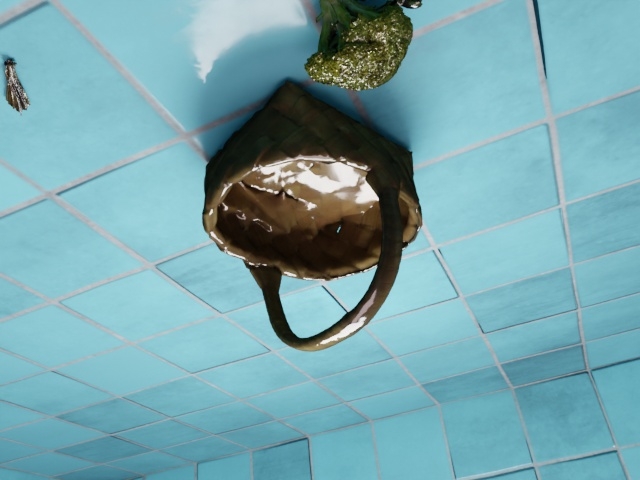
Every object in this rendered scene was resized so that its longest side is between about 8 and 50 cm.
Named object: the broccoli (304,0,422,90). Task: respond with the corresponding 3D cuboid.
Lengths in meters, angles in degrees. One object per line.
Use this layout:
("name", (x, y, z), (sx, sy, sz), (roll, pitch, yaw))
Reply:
("broccoli", (0.044, -0.235, 0.671), (0.120, 0.130, 0.131), (54, 155, -9))

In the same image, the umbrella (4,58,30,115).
("umbrella", (-0.387, -0.193, 0.730), (0.031, 0.020, 0.083), (33, 145, 11))

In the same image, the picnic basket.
("picnic basket", (0.000, 0.000, 0.819), (0.337, 0.338, 0.293), (21, 136, -35))
